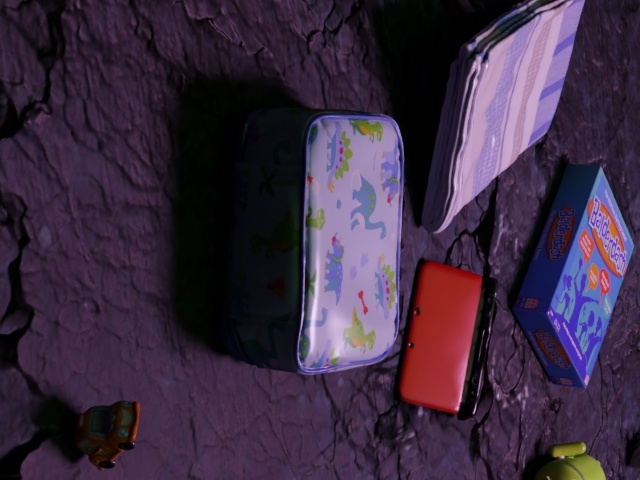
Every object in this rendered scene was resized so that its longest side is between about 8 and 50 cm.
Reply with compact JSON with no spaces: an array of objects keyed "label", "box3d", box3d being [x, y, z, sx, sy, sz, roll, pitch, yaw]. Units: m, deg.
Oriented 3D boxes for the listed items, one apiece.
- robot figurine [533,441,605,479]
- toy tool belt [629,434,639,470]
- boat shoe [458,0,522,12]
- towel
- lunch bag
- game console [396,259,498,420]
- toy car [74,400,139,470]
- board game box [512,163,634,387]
[{"label":"robot figurine","box3d":[0.289,0.285,1.788,0.115,0.067,0.101,-8,91,-56]},{"label":"toy tool belt","box3d":[0.446,0.275,2.048,0.083,0.052,0.051,-17,117,-56]},{"label":"boat shoe","box3d":[0.157,-0.319,1.496,0.075,0.065,0.206,-50,134,-44]},{"label":"towel","box3d":[0.191,-0.144,1.549,0.285,0.034,0.209,-38,146,-49]},{"label":"lunch bag","box3d":[0.000,0.000,1.274,0.176,0.090,0.219,-6,99,-56]},{"label":"game console","box3d":[0.126,0.103,1.558,0.124,0.085,0.144,90,12,-81]},{"label":"toy car","box3d":[-0.163,0.169,1.078,0.041,0.060,0.122,24,64,-23]},{"label":"board game box","box3d":[0.298,0.041,1.787,0.160,0.047,0.210,56,49,-45]}]
